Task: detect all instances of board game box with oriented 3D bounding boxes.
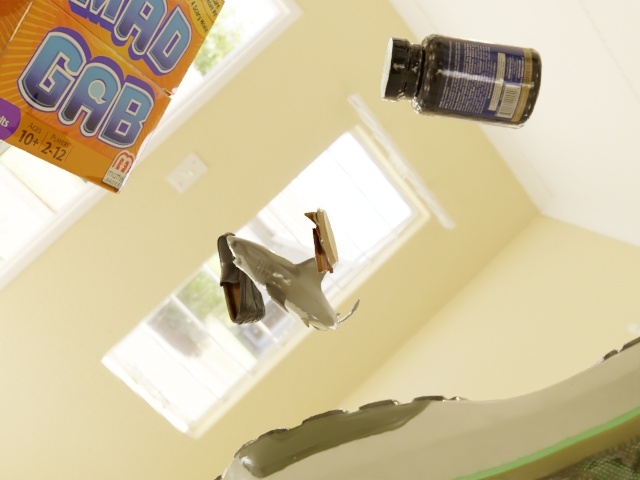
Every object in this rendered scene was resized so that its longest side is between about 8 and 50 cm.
[{"bbox_3d":[-0.424,-0.332,1.119,0.356,0.356,0.356,28,-2,18],"label":"board game box"}]

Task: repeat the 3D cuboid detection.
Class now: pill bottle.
[{"bbox_3d":[0.206,-0.240,1.167,0.219,0.122,0.123,8,-3,-3],"label":"pill bottle"}]

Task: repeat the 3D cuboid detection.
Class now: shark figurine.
[{"bbox_3d":[-0.008,0.077,1.242,0.278,0.116,0.166,41,0,-35],"label":"shark figurine"}]

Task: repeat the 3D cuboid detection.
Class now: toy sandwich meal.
[{"bbox_3d":[0.000,0.000,0.945,0.085,0.029,0.085,-15,90,-83],"label":"toy sandwich meal"}]

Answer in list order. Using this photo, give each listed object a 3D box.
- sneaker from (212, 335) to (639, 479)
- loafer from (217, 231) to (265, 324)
[{"bbox_3d":[0.144,0.145,0.314,0.158,0.411,0.182,48,27,-44],"label":"sneaker"},{"bbox_3d":[-0.150,0.066,1.379,0.061,0.062,0.170,-9,74,-49],"label":"loafer"}]
